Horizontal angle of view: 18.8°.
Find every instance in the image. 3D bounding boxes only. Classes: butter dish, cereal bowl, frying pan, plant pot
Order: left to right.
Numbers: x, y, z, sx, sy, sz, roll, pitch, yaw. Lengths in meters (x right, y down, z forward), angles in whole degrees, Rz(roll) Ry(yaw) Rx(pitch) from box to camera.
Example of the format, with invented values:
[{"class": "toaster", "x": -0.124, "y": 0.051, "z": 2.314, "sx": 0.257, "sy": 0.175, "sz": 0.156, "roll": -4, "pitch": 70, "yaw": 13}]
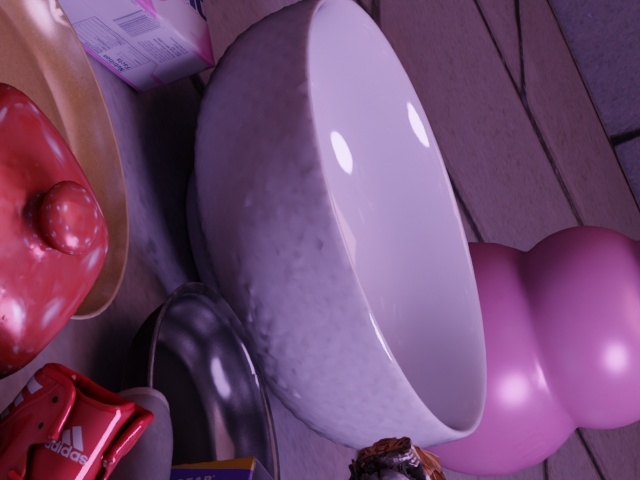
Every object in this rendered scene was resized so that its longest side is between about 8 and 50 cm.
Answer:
[{"class": "butter dish", "x": -0.157, "y": -0.006, "z": 0.916, "sx": 0.160, "sy": 0.118, "sz": 0.160, "roll": 63, "pitch": 39, "yaw": -30}, {"class": "plant pot", "x": -0.178, "y": -0.065, "z": 1.097, "sx": 0.236, "sy": 0.032, "sz": 0.236, "roll": -18, "pitch": 90, "yaw": -72}, {"class": "frying pan", "x": -0.050, "y": 0.165, "z": 1.231, "sx": 0.326, "sy": 0.053, "sz": 0.197, "roll": 62, "pitch": 25, "yaw": -44}, {"class": "cereal bowl", "x": 0.000, "y": 0.000, "z": 1.400, "sx": 0.339, "sy": 0.141, "sz": 0.339, "roll": -18, "pitch": 90, "yaw": -73}]

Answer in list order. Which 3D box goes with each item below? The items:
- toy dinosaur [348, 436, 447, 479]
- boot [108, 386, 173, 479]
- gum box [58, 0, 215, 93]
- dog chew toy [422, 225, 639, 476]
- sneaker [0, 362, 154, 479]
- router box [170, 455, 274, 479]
[{"class": "toy dinosaur", "x": 0.084, "y": 0.274, "z": 1.059, "sx": 0.322, "sy": 0.164, "sz": 0.218, "roll": 54, "pitch": 11, "yaw": -7}, {"class": "boot", "x": -0.091, "y": 0.157, "z": 0.934, "sx": 0.076, "sy": 0.189, "sz": 0.208, "roll": 38, "pitch": 38, "yaw": -20}, {"class": "gum box", "x": -0.139, "y": -0.183, "z": 1.280, "sx": 0.188, "sy": 0.062, "sz": 0.107, "roll": 39, "pitch": 37, "yaw": -61}, {"class": "dog chew toy", "x": 0.219, "y": 0.082, "z": 1.671, "sx": 0.206, "sy": 0.332, "sz": 0.206, "roll": -17, "pitch": 90, "yaw": -73}, {"class": "sneaker", "x": -0.137, "y": 0.130, "z": 0.844, "sx": 0.087, "sy": 0.128, "sz": 0.221, "roll": 25, "pitch": 27, "yaw": -19}, {"class": "router box", "x": -0.024, "y": 0.305, "z": 1.073, "sx": 0.309, "sy": 0.081, "sz": 0.243, "roll": 56, "pitch": 33, "yaw": -43}]
